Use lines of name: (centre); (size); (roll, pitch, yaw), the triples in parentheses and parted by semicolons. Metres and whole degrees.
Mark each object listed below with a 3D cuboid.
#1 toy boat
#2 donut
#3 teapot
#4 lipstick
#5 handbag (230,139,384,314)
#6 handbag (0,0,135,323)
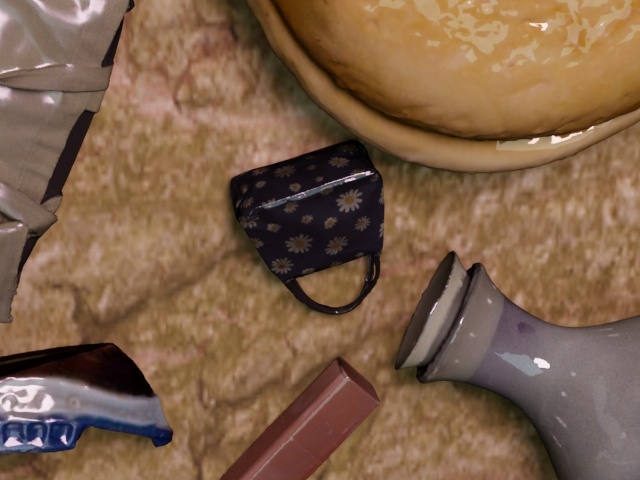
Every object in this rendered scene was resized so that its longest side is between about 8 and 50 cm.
toy boat: (-0.247, 0.153, 1.127); (0.262, 0.114, 0.115); (-11, 96, -8)
donut: (0.144, -0.259, 1.004); (0.448, 0.198, 0.449); (-2, 108, -6)
teapot: (0.191, 0.110, 1.154); (0.251, 0.183, 0.183); (26, 103, -2)
lipstick: (-0.018, 0.165, 1.202); (0.045, 0.045, 0.145); (42, 97, -16)
handbag: (0.000, 0.000, 1.146); (0.115, 0.072, 0.139); (-18, 122, -3)
handbag: (-0.292, -0.098, 1.047); (0.253, 0.109, 0.316); (19, 99, -17)
